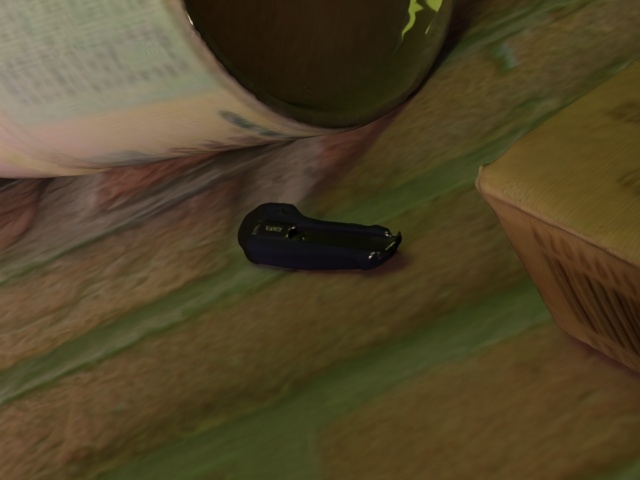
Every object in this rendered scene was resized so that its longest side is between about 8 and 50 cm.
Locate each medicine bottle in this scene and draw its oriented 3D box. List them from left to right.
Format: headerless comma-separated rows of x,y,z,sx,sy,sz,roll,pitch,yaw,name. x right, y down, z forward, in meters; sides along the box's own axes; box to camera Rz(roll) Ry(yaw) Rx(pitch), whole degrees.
-0.146,-0.155,1.030,0.406,0.236,0.236,-6,34,43,medicine bottle

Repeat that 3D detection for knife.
0.000,0.000,0.831,0.031,0.018,0.121,-46,30,-25,knife

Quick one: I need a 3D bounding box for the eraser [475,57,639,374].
0.189,0.007,0.525,0.144,0.078,0.343,-36,26,-10,eraser
